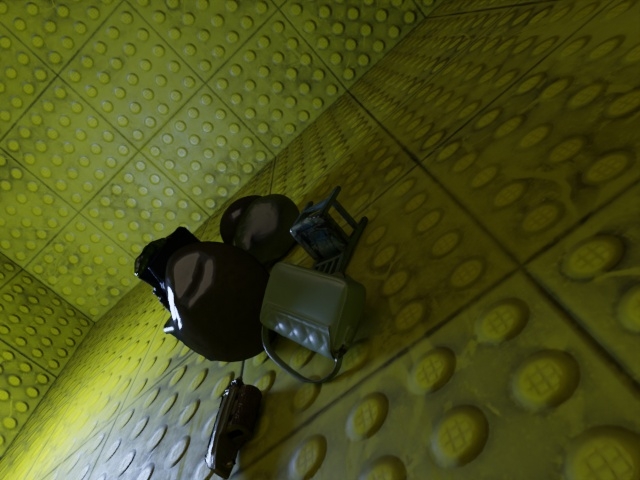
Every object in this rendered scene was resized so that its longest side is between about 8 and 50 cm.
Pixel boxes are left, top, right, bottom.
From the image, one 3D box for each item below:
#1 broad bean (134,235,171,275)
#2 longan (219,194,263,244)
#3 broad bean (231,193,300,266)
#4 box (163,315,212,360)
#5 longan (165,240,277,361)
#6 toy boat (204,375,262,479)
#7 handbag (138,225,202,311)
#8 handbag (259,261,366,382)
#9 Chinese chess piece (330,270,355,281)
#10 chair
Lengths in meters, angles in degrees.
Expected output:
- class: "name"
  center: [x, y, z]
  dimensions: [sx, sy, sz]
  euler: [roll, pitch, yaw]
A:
- class: "broad bean"
  center: [-0.567, 0.045, 1.562]
  dimensions: [0.061, 0.046, 0.195]
  euler: [-7, 33, 28]
- class: "longan"
  center: [-0.285, -0.060, 1.859]
  dimensions: [0.246, 0.215, 0.246]
  euler: [-20, -3, -1]
- class: "broad bean"
  center: [-0.189, -0.032, 1.664]
  dimensions: [0.238, 0.119, 0.291]
  euler: [20, 73, 28]
- class: "box"
  center: [-0.314, 0.208, 1.419]
  dimensions: [0.138, 0.178, 0.274]
  euler: [-19, 31, 51]
- class: "longan"
  center: [-0.249, 0.144, 1.202]
  dimensions: [0.288, 0.288, 0.350]
  euler: [-44, 58, 1]
- class: "toy boat"
  center: [-0.173, 0.372, 0.964]
  dimensions: [0.088, 0.068, 0.226]
  euler: [-31, 22, 20]
- class: "handbag"
  center: [-0.475, 0.138, 1.707]
  dimensions: [0.122, 0.303, 0.329]
  euler: [-37, 21, 22]
- class: "handbag"
  center: [-0.029, 0.167, 0.972]
  dimensions: [0.256, 0.079, 0.219]
  euler: [14, 86, 45]
- class: "Chinese chess piece"
  center: [0.021, 0.136, 1.068]
  dimensions: [0.144, 0.058, 0.144]
  euler: [-38, 20, 16]
- class: "chair"
  center: [0.000, 0.000, 1.262]
  dimensions: [0.136, 0.147, 0.270]
  euler: [-24, 26, 44]
